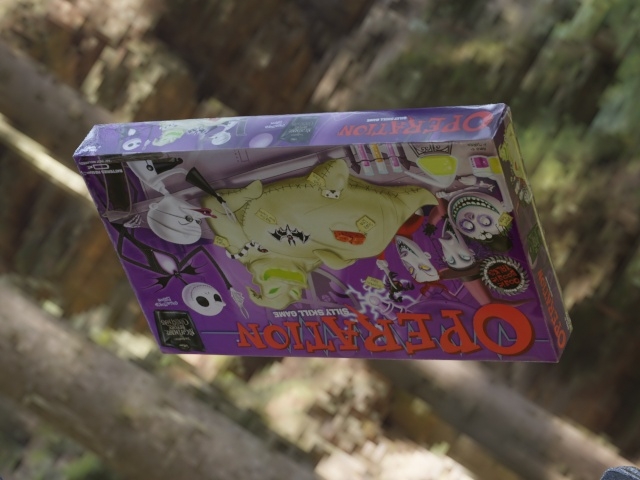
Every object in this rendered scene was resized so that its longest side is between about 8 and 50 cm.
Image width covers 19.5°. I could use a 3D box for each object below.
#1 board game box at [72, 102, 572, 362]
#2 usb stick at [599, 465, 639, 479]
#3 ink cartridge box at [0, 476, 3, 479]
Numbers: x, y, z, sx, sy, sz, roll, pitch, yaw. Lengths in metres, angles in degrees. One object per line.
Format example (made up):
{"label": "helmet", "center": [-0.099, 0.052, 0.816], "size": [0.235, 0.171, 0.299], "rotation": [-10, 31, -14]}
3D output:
{"label": "board game box", "center": [0.000, 0.000, 1.406], "size": [0.056, 0.347, 0.208], "rotation": [-64, -38, -41]}
{"label": "usb stick", "center": [0.323, 0.244, 1.434], "size": [0.045, 0.278, 0.077], "rotation": [-60, 31, -1]}
{"label": "ink cartridge box", "center": [-0.334, 0.241, 1.265], "size": [0.270, 0.395, 0.151], "rotation": [74, -158, -58]}
